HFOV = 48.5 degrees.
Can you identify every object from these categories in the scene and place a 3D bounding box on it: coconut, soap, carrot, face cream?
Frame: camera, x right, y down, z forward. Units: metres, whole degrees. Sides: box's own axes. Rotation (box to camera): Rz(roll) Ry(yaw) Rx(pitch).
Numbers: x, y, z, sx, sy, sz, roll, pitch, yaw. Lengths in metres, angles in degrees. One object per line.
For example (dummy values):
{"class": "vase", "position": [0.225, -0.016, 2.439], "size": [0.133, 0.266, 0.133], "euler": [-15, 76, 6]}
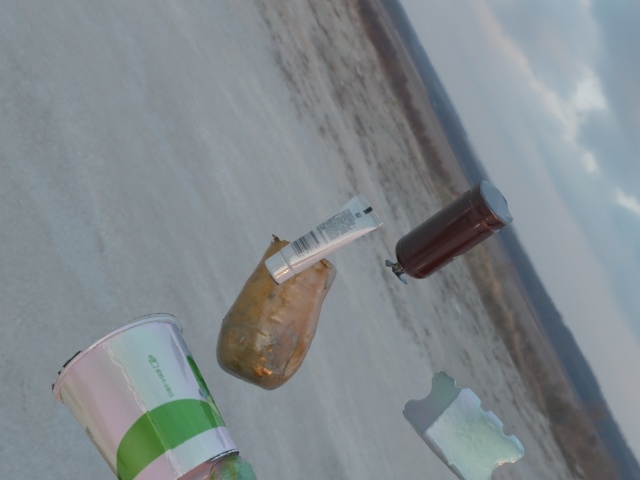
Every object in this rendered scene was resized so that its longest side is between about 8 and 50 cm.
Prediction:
{"class": "coconut", "position": [-0.148, 0.405, 1.202], "size": [0.082, 0.081, 0.083], "euler": [24, 61, -6]}
{"class": "soap", "position": [0.336, 0.471, 1.757], "size": [0.261, 0.156, 0.446], "euler": [46, -5, 17]}
{"class": "carrot", "position": [-0.111, 0.185, 1.733], "size": [0.224, 0.224, 0.341], "euler": [45, 65, -54]}
{"class": "face cream", "position": [0.000, 0.000, 1.412], "size": [0.092, 0.243, 0.058], "euler": [59, 2, 33]}

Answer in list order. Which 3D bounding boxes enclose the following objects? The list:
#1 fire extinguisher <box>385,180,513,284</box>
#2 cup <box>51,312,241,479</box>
{"class": "fire extinguisher", "position": [0.280, 0.003, 1.636], "size": [0.135, 0.337, 0.114], "euler": [25, 44, -35]}
{"class": "cup", "position": [-0.290, 0.307, 1.231], "size": [0.274, 0.253, 0.253], "euler": [53, 8, 22]}
